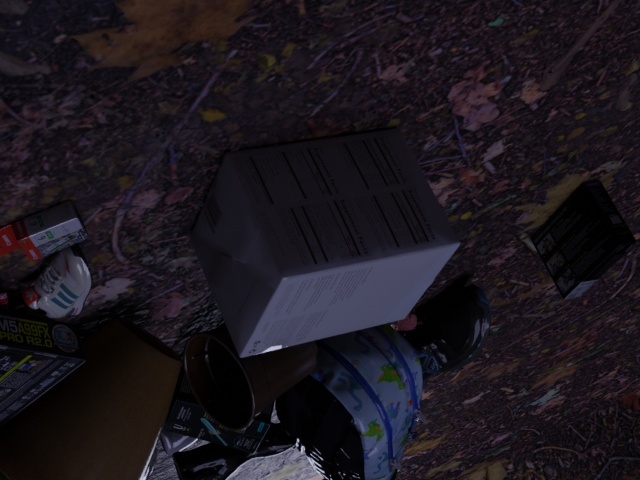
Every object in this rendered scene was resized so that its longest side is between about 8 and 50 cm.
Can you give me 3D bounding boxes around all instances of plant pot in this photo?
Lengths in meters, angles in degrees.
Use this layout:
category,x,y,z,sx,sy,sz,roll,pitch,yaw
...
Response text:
category,x,y,z,sx,sy,sz,roll,pitch,yaw
plant pot,-0.319,0.248,1.748,0.254,0.237,0.237,-55,152,0
plant pot,-0.102,0.193,1.913,0.165,0.167,0.167,-26,160,-38

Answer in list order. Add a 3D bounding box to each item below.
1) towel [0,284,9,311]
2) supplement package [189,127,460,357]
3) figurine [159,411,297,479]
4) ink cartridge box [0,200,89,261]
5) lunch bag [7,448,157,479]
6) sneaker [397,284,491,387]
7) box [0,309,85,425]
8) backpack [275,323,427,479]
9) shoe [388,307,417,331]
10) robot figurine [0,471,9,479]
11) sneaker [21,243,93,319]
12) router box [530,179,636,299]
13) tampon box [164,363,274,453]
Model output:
category,x,y,z,sx,sy,sz,roll,pitch,yaw
towel,-0.515,0.153,1.614,0.199,0.031,0.275,-13,151,-21
supplement package,0.000,0.000,1.588,0.263,0.198,0.199,-11,151,-28
figurine,-0.172,0.340,2.131,0.210,0.215,0.092,-21,124,-14
ink cartridge box,-0.345,-0.004,1.459,0.115,0.029,0.063,-23,156,-6
lunch bag,-0.385,0.396,2.033,0.287,0.169,0.235,-53,164,-29
sneaker,0.188,0.204,2.261,0.140,0.125,0.341,4,141,-39
box,-0.479,0.184,1.588,0.270,0.060,0.216,-37,147,27
backpack,0.045,0.277,2.119,0.273,0.290,0.355,-41,155,-7
shoe,0.132,0.124,2.128,0.081,0.063,0.178,-18,160,-19
robot figurine,-0.534,0.431,2.101,0.115,0.067,0.101,-15,147,-21
sneaker,-0.344,0.060,1.554,0.075,0.057,0.161,-19,158,-28
router box,0.455,0.001,2.094,0.046,0.133,0.179,-8,151,-32
tampon box,-0.165,0.269,2.008,0.161,0.101,0.120,17,144,-8
